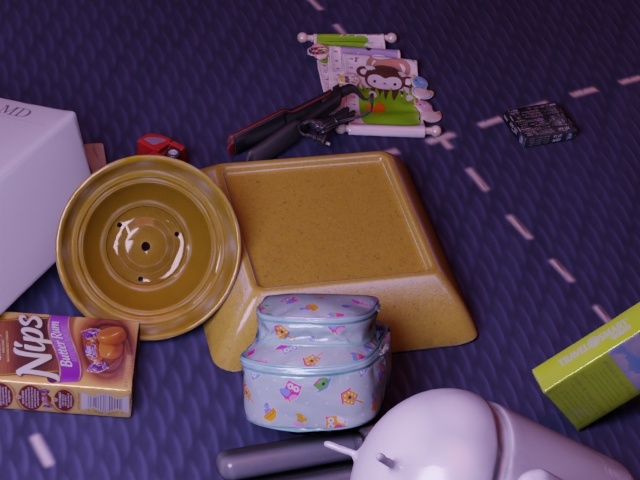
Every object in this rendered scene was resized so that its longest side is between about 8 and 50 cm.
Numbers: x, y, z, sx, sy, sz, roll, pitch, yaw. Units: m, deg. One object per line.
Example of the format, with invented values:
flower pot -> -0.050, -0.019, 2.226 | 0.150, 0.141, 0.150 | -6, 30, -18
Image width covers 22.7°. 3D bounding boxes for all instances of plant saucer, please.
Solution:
plant saucer -> 0.000, 0.000, 1.984 | 0.332, 0.081, 0.333 | -6, 45, -14

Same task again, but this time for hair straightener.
hair straightener -> -0.011, -0.149, 2.159 | 0.230, 0.047, 0.089 | -26, 53, -29

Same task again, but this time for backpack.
backpack -> -0.006, 0.135, 1.746 | 0.165, 0.144, 0.188 | 2, 20, 8

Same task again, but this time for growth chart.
growth chart -> 0.074, -0.224, 2.279 | 0.171, 0.021, 0.237 | -5, 46, -14

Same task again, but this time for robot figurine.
robot figurine -> 0.175, 0.272, 1.580 | 0.353, 0.300, 0.200 | 26, 66, -21

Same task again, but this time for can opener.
can opener -> 0.019, 0.240, 1.749 | 0.280, 0.074, 0.093 | -9, 11, -21

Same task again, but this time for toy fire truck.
toy fire truck -> -0.279, -0.090, 2.058 | 0.135, 0.047, 0.192 | 29, 46, 22

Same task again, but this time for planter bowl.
planter bowl -> -0.206, 0.008, 1.901 | 0.217, 0.217, 0.090 | 1, 0, -9

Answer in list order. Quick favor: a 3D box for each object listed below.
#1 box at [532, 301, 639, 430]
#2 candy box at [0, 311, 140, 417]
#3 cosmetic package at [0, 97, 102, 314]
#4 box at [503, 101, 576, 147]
box -> 0.341, 0.136, 1.808 | 0.178, 0.109, 0.042 | -33, 46, 11
candy box -> -0.302, 0.139, 1.805 | 0.186, 0.053, 0.109 | 3, 43, -3
cosmetic package -> -0.476, 0.016, 1.792 | 0.230, 0.162, 0.453 | 12, 40, 27
box -> 0.310, -0.164, 2.254 | 0.083, 0.018, 0.067 | -11, 46, -20
